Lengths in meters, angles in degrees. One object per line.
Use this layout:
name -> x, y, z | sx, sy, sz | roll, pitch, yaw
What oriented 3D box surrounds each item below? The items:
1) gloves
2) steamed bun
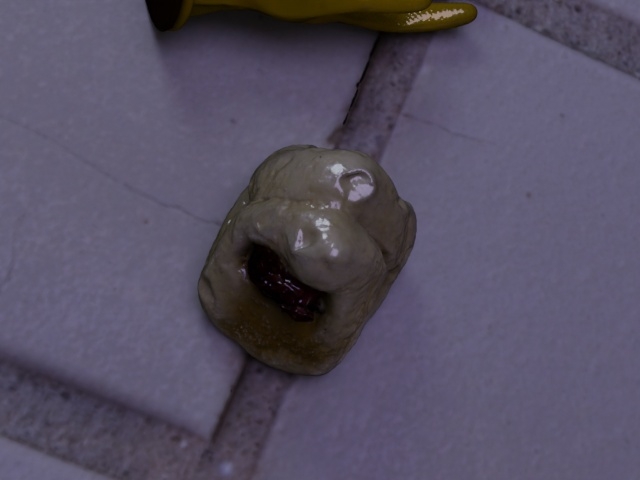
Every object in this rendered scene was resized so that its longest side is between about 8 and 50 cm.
gloves -> 0.007, -0.237, 0.994 | 0.294, 0.116, 0.133 | -5, 83, -23
steamed bun -> 0.000, 0.000, 0.886 | 0.141, 0.155, 0.172 | 31, 68, -3
